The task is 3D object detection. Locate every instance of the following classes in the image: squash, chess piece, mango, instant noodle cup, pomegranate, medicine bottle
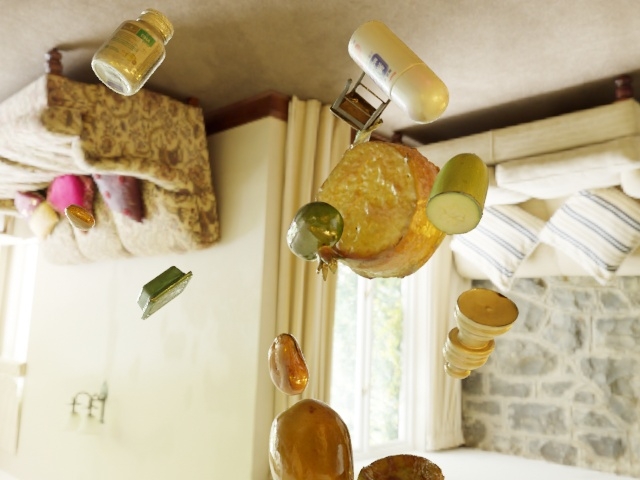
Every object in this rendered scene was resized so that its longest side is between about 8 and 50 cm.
[{"bbox_3d":[0.297,-0.116,1.278,0.123,0.186,0.123,14,142,12],"label":"squash"},{"bbox_3d":[0.376,0.259,1.534,0.139,0.124,0.307,-22,144,-27],"label":"chess piece"},{"bbox_3d":[-0.023,0.760,2.078,0.300,0.445,0.232,3,136,-22],"label":"mango"},{"bbox_3d":[-0.083,0.322,1.568,0.105,0.159,0.084,-16,166,33],"label":"mango"},{"bbox_3d":[-0.491,0.155,1.867,0.179,0.070,0.157,-41,174,-40],"label":"instant noodle cup"},{"bbox_3d":[0.000,0.000,1.507,0.131,0.191,0.152,-4,139,-36],"label":"pomegranate"},{"bbox_3d":[-0.745,-0.073,1.865,0.080,0.060,0.114,18,154,24],"label":"mango"},{"bbox_3d":[-0.477,-0.495,1.565,0.135,0.215,0.135,25,157,11],"label":"medicine bottle"},{"bbox_3d":[0.214,-0.444,1.614,0.130,0.341,0.130,-25,148,-17],"label":"medicine bottle"}]

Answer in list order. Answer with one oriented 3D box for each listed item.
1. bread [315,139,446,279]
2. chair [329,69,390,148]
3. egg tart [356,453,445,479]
[{"bbox_3d":[0.164,-0.076,1.657,0.398,0.398,0.215,-4,169,37],"label":"bread"},{"bbox_3d":[0.136,-0.452,2.213,0.186,0.160,0.319,38,139,4],"label":"chair"},{"bbox_3d":[0.252,0.773,1.893,0.295,0.116,0.295,-4,-174,0],"label":"egg tart"}]
